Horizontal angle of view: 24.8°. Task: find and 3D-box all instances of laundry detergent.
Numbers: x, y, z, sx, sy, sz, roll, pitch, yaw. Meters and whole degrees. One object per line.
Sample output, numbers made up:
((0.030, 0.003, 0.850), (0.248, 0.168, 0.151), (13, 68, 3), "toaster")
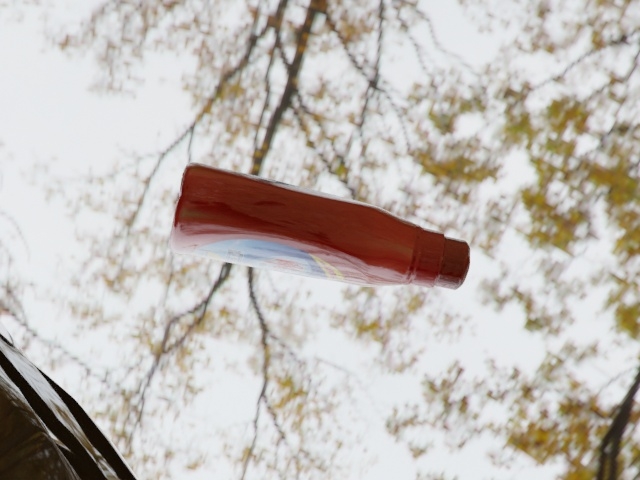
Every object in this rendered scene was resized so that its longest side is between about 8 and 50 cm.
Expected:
((0.000, 0.000, 0.808), (0.165, 0.097, 0.049), (13, -101, -4), "laundry detergent")

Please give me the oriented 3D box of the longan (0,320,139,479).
((-0.209, 0.166, 0.359), (0.391, 0.391, 0.391), (7, -127, -10), "longan")
